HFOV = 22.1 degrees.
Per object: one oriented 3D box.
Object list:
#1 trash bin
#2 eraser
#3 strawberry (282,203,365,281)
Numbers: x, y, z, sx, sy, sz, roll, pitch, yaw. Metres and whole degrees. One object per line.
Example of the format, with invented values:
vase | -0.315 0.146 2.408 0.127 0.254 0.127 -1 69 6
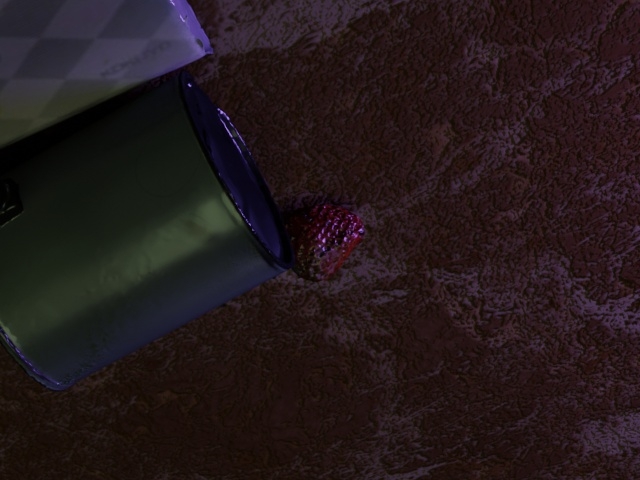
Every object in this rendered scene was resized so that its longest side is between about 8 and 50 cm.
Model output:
trash bin | -0.190 -0.007 1.591 0.263 0.217 0.277 -29 140 9
eraser | -0.317 -0.161 1.523 0.397 0.082 0.213 -25 129 5
strawberry | 0.000 0.000 1.738 0.096 0.083 0.083 -17 130 -12
